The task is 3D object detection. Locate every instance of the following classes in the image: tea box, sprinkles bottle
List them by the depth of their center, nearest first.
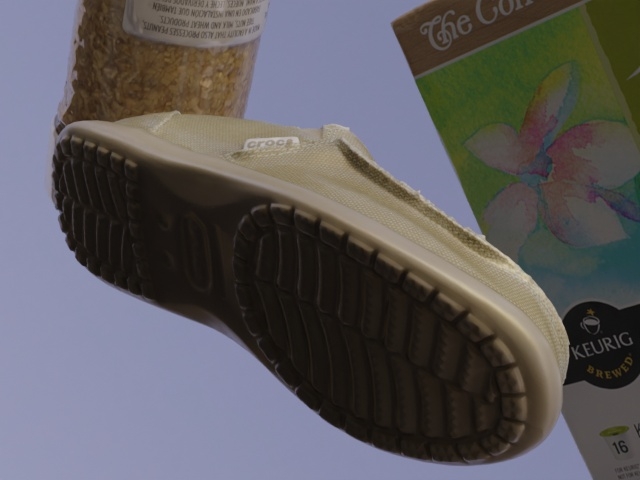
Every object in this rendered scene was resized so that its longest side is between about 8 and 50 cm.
[{"bbox_3d":[0.275,-0.060,0.955,0.329,0.220,0.323,-22,-86,41],"label":"tea box"},{"bbox_3d":[-0.079,-0.177,0.970,0.121,0.121,0.355,26,-61,24],"label":"sprinkles bottle"}]

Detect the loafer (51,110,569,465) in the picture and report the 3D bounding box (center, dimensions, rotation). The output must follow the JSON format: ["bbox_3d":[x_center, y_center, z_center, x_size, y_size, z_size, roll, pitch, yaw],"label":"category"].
[{"bbox_3d":[0.000,0.000,0.684,0.268,0.092,0.102,27,-48,36],"label":"loafer"}]
